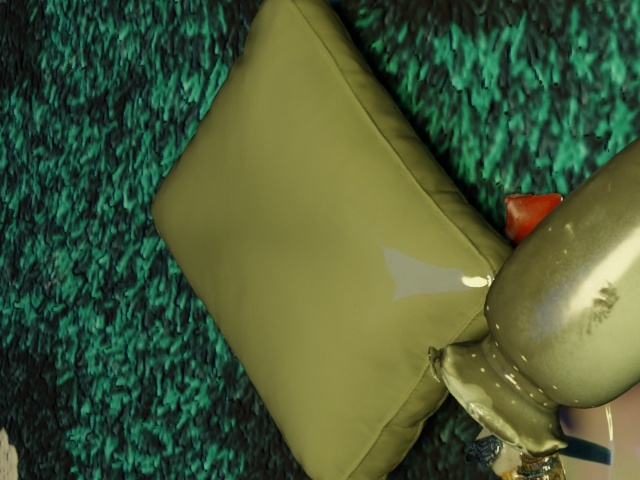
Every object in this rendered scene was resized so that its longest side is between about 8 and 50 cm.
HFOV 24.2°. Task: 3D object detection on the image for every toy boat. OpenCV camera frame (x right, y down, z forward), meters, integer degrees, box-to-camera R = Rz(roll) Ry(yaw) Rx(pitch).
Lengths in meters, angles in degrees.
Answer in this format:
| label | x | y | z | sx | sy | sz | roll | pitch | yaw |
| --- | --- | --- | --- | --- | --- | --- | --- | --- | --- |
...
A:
| label | x | y | z | sx | sy | sz | roll | pitch | yaw |
| --- | --- | --- | --- | --- | --- | --- | --- | --- | --- |
| toy boat | 0.178 | 0.133 | 0.991 | 0.219 | 0.072 | 0.318 | 13 | 94 | 49 |

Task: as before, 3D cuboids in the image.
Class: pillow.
| label | x | y | z | sx | sy | sz | roll | pitch | yaw |
| --- | --- | --- | --- | --- | --- | --- | --- | --- | --- |
| pillow | 0.000 | 0.000 | 1.110 | 0.322 | 0.119 | 0.255 | 56 | 130 | 32 |

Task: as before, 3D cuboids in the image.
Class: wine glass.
| label | x | y | z | sx | sy | sz | roll | pitch | yaw |
| --- | --- | --- | --- | --- | --- | --- | --- | --- | --- |
| wine glass | 0.168 | 0.033 | 0.910 | 0.204 | 0.111 | 0.111 | -50 | 58 | 17 |
